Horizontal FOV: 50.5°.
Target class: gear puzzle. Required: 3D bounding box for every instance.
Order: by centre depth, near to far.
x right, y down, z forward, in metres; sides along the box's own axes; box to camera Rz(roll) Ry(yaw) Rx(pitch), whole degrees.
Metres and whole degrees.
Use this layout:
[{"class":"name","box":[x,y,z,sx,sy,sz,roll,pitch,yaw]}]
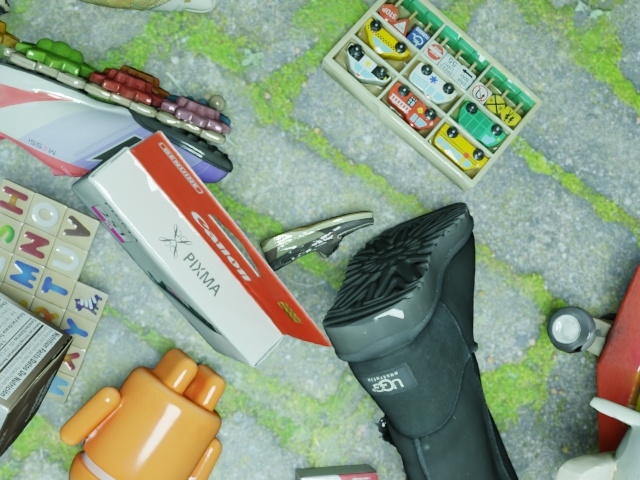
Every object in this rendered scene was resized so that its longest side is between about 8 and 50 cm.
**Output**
[{"class":"gear puzzle","box":[-0.261,-0.202,0.788,0.339,0.175,0.044,21,102,-13]}]

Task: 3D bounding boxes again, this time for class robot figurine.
[{"class":"robot figurine","box":[-0.202,0.234,0.783,0.128,0.158,0.219,27,79,24]}]

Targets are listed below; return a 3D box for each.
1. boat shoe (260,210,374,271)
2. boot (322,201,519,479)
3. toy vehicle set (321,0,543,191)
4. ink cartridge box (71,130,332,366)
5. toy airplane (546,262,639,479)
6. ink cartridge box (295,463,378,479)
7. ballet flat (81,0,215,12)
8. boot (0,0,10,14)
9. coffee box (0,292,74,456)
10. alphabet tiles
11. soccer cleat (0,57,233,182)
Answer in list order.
[{"class":"boat shoe","box":[0.000,0.000,0.883,0.152,0.056,0.049,-17,90,-1]},{"class":"boot","box":[0.175,0.211,0.802,0.146,0.367,0.445,-20,102,29]},{"class":"toy vehicle set","box":[0.155,-0.215,0.939,0.267,0.035,0.166,40,79,-2]},{"class":"ink cartridge box","box":[-0.136,0.023,0.726,0.060,0.239,0.275,-44,109,-20]},{"class":"toy airplane","box":[0.420,0.259,0.778,0.386,0.272,0.384,-46,114,-36]},{"class":"ink cartridge box","box":[0.022,0.352,0.835,0.099,0.056,0.135,-1,82,-9]},{"class":"ballet flat","box":[-0.140,-0.367,0.886,0.349,0.123,0.123,-35,89,-9]},{"class":"boot","box":[-0.502,-0.222,0.799,0.284,0.138,0.377,-36,83,-11]},{"class":"coffee box","box":[-0.440,0.106,0.721,0.297,0.168,0.119,34,36,-6]},{"class":"alphabet tiles","box":[-0.352,0.057,0.795,0.198,0.009,0.237,25,105,-4]},{"class":"soccer cleat","box":[-0.267,-0.117,0.838,0.318,0.108,0.116,20,93,-3]}]
